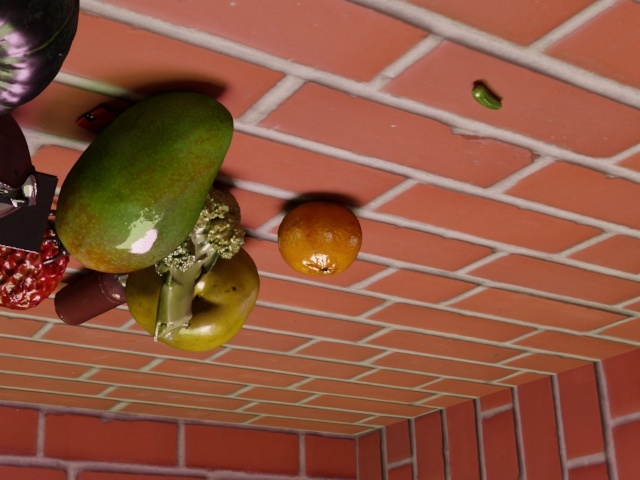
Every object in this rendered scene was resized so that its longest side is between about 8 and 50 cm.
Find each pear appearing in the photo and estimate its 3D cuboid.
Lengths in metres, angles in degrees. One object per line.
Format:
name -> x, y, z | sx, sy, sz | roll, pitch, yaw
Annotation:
pear -> -0.276, 0.105, 2.178 | 0.294, 0.294, 0.294 | -1, 158, -1

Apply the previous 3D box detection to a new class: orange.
orange -> -0.001, -0.002, 2.080 | 0.177, 0.155, 0.177 | 9, 166, 2

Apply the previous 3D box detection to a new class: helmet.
helmet -> -0.603, -0.143, 1.620 | 0.270, 0.197, 0.338 | -7, 175, -11

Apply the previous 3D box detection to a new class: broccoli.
broccoli -> -0.239, 0.016, 1.912 | 0.186, 0.302, 0.254 | -1, 155, 5

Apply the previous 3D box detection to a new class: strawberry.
strawberry -> -0.662, 0.064, 2.172 | 0.233, 0.178, 0.234 | 5, 156, 2

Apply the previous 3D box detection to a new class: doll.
doll -> -0.517, -0.013, 2.112 | 0.165, 0.057, 0.139 | -14, 147, -48

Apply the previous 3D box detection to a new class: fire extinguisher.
fire extinguisher -> -0.496, 0.111, 2.406 | 0.337, 0.107, 0.147 | -23, 175, 43

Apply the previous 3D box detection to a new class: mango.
mango -> -0.291, -0.095, 1.679 | 0.382, 0.225, 0.201 | -42, 167, 19

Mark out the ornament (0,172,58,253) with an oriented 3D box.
ornament -> -0.642, -0.072, 1.966 | 0.166, 0.153, 0.196 | 15, 177, -34

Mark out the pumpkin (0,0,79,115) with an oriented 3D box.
pumpkin -> -0.447, -0.286, 1.181 | 0.323, 0.241, 0.323 | -12, 153, -6

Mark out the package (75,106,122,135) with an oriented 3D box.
package -> -0.325, -0.186, 1.763 | 0.083, 0.022, 0.200 | -21, 149, 38

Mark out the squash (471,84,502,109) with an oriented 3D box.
squash -> 0.277, -0.237, 1.673 | 0.027, 0.027, 0.089 | -15, 155, 31
